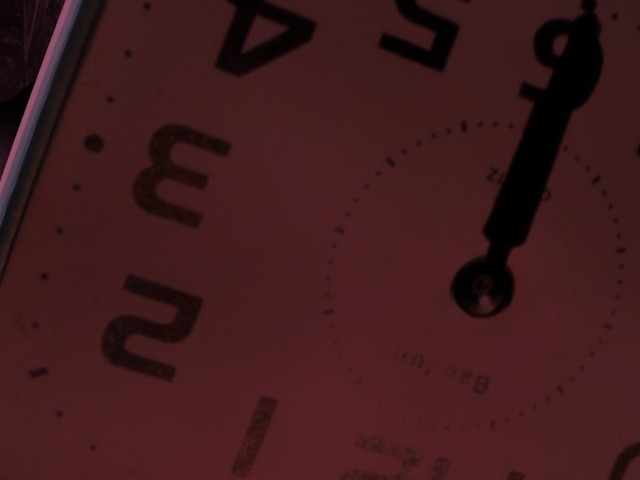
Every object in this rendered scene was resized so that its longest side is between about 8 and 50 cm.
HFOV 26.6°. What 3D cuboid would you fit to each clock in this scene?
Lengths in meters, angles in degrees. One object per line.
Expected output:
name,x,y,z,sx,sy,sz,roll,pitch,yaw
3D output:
clock,0.037,-0.001,0.411,0.231,0.262,0.116,-69,20,6

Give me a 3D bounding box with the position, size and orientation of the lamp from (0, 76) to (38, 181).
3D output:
lamp,-0.002,-0.045,0.554,0.272,0.374,0.205,-60,17,-4
